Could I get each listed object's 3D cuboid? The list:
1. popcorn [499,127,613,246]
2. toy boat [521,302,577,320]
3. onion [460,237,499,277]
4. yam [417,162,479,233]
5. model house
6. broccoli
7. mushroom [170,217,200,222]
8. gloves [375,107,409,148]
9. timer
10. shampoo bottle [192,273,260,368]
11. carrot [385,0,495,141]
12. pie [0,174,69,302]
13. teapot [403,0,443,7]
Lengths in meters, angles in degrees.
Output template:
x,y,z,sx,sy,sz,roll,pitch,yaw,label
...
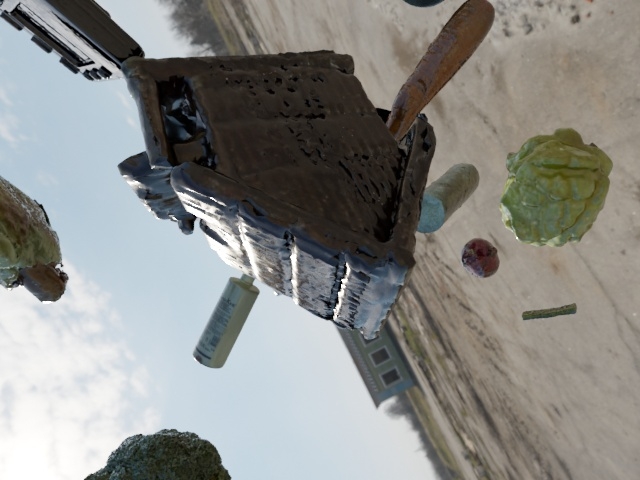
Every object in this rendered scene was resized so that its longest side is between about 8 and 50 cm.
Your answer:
x,y,z,sx,sy,sz,roll,pitch,yaw,label
0.453,-0.096,0.937,0.194,0.255,0.256,18,166,23,popcorn
0.523,0.163,1.076,0.063,0.115,0.016,-6,-99,-61,toy boat
0.411,0.043,1.203,0.097,0.107,0.107,-31,86,54,onion
0.298,-0.108,1.113,0.259,0.093,0.093,-36,-78,-46,yam
-0.021,-0.017,0.514,0.283,0.297,0.317,59,162,20,model house
-0.372,0.576,1.061,0.303,0.321,0.284,-8,-82,-52,broccoli
-0.167,-0.097,0.860,0.173,0.236,0.162,12,-133,-33,mushroom
0.065,-0.145,0.844,0.203,0.164,0.124,94,174,-59,gloves
-0.278,-0.238,0.508,0.187,0.055,0.144,19,165,49,timer
-0.215,0.175,1.132,0.085,0.263,0.085,27,-175,-2,shampoo bottle
0.152,-0.226,0.659,0.059,0.248,0.059,34,-165,-10,carrot
-0.559,-0.033,0.833,0.257,0.105,0.274,60,169,26,pie
0.177,-0.438,0.709,0.111,0.149,0.108,32,-135,-3,teapot
